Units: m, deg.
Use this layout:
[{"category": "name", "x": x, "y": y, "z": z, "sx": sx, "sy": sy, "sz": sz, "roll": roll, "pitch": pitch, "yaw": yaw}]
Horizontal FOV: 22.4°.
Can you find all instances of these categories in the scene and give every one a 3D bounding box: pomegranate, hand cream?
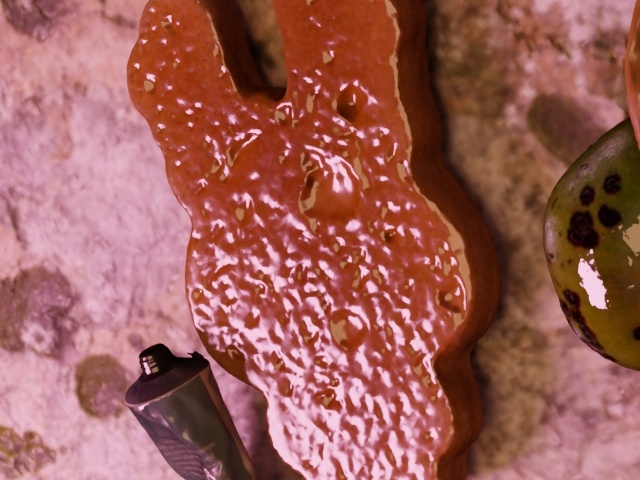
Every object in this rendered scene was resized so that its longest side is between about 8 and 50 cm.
[{"category": "pomegranate", "x": 0.155, "y": 0.008, "z": 0.673, "sx": 0.122, "sy": 0.161, "sz": 0.122, "roll": 1, "pitch": 105, "yaw": 3}, {"category": "hand cream", "x": -0.048, "y": 0.170, "z": 0.879, "sx": 0.075, "sy": 0.052, "sz": 0.248, "roll": -3, "pitch": 110, "yaw": 48}]

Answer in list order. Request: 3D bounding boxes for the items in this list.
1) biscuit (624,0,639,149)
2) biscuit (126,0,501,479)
[{"category": "biscuit", "x": 0.225, "y": -0.021, "z": 0.571, "sx": 0.260, "sy": 0.041, "sz": 0.203, "roll": 33, "pitch": 100, "yaw": 10}, {"category": "biscuit", "x": 0.002, "y": -0.001, "z": 0.825, "sx": 0.186, "sy": 0.044, "sz": 0.295, "roll": -9, "pitch": 96, "yaw": 36}]
